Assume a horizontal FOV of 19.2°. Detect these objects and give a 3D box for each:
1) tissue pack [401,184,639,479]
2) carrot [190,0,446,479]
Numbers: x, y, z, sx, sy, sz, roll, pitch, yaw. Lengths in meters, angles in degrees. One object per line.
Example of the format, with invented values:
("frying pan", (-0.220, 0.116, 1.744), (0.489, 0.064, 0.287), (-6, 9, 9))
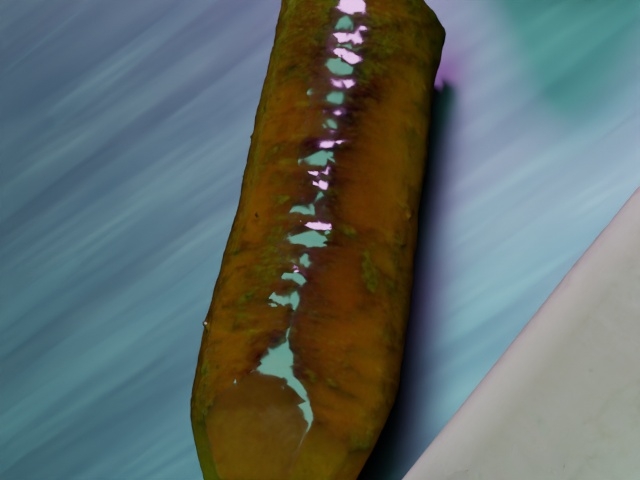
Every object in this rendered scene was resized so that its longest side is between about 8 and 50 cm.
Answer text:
("tissue pack", (0.159, 0.210, 0.856), (0.297, 0.207, 0.380), (38, 89, 27))
("carrot", (0.000, 0.000, 1.050), (0.114, 0.114, 0.302), (3, 70, 23))
